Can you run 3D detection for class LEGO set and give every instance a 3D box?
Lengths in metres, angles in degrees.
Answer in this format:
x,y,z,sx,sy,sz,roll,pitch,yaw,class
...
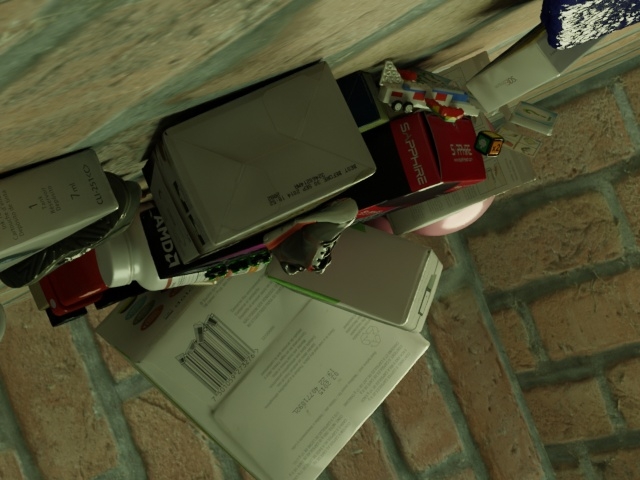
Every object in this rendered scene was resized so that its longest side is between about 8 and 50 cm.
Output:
x,y,z,sx,sy,sz,roll,pitch,yaw,class
0.166,-0.154,1.619,0.183,0.060,0.244,21,-158,9,LEGO set

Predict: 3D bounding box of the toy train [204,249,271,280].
x,y,z,sx,sy,sz,roll,pitch,yaw,class
-0.095,0.028,1.723,0.083,0.017,0.024,-17,-176,8,toy train

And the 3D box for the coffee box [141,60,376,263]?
x,y,z,sx,sy,sz,roll,pitch,yaw,class
-0.071,-0.068,1.467,0.168,0.118,0.297,-25,180,-12,coffee box

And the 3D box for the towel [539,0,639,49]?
x,y,z,sx,sy,sz,roll,pitch,yaw,class
0.326,-0.262,1.240,0.308,0.076,0.227,-21,173,6,towel

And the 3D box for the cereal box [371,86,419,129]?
x,y,z,sx,sy,sz,roll,pitch,yaw,class
-0.011,-0.129,1.825,0.240,0.047,0.173,-20,178,-17,cereal box

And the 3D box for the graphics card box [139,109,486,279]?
x,y,z,sx,sy,sz,roll,pitch,yaw,class
-0.004,-0.054,1.779,0.371,0.094,0.233,-18,178,18,graphics card box

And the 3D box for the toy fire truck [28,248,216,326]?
x,y,z,sx,sy,sz,roll,pitch,yaw,class
-0.281,0.037,2.158,0.217,0.158,0.246,-21,176,-37,toy fire truck

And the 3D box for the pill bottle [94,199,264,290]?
x,y,z,sx,sy,sz,roll,pitch,yaw,class
-0.187,0.000,1.988,0.216,0.121,0.121,-10,175,-21,pill bottle

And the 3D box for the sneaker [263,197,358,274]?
x,y,z,sx,sy,sz,roll,pitch,yaw,class
0.000,0.000,1.577,0.061,0.064,0.158,-26,-179,-31,sneaker

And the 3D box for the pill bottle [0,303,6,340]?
x,y,z,sx,sy,sz,roll,pitch,yaw,class
-0.585,0.143,2.379,0.117,0.117,0.215,-22,179,-28,pill bottle

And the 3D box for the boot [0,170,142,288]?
x,y,z,sx,sy,sz,roll,pitch,yaw,class
-0.237,-0.028,1.575,0.190,0.076,0.208,-30,178,24,boot

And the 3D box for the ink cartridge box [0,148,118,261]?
x,y,z,sx,sy,sz,roll,pitch,yaw,class
-0.365,0.018,1.337,0.261,0.066,0.296,-23,180,-40,ink cartridge box

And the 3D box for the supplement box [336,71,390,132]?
x,y,z,sx,sy,sz,roll,pitch,yaw,class
0.023,-0.140,1.597,0.083,0.056,0.083,-22,180,12,supplement box

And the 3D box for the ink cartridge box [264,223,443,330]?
x,y,z,sx,sy,sz,roll,pitch,yaw,class
0.053,0.042,2.042,0.198,0.114,0.273,19,177,9,ink cartridge box

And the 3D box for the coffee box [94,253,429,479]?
x,y,z,sx,sy,sz,roll,pitch,yaw,class
-0.100,0.152,2.348,0.337,0.338,0.334,-48,-163,-9,coffee box

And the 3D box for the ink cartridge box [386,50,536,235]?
x,y,z,sx,sy,sz,roll,pitch,yaw,class
0.162,-0.126,1.934,0.225,0.181,0.056,-22,179,30,ink cartridge box

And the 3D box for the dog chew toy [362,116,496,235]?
x,y,z,sx,sy,sz,roll,pitch,yaw,class
0.099,-0.098,2.149,0.332,0.206,0.207,-11,-173,44,dog chew toy

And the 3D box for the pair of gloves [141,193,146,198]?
x,y,z,sx,sy,sz,roll,pitch,yaw,class
-0.269,-0.045,1.931,0.083,0.010,0.074,-20,-178,-22,pair of gloves

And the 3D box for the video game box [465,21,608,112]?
x,y,z,sx,sy,sz,roll,pitch,yaw,class
0.254,-0.214,1.479,0.187,0.048,0.205,-37,-177,-13,video game box
